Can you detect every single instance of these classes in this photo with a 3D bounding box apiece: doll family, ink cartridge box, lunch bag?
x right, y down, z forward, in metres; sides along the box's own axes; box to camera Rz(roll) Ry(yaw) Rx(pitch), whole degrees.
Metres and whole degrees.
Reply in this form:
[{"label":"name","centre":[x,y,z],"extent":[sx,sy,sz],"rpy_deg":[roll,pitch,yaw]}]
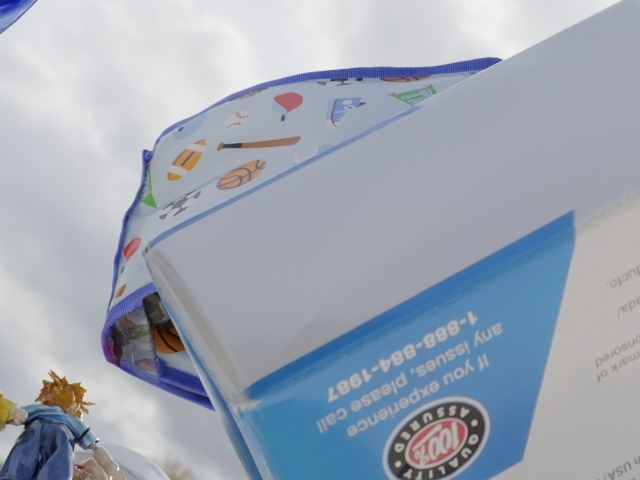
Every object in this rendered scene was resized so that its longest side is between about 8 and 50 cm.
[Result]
[{"label":"doll family","centre":[-0.271,0.172,1.112],"extent":[0.263,0.163,0.118],"rpy_deg":[21,-67,-10]},{"label":"ink cartridge box","centre":[0.126,0.125,0.637],"extent":[0.166,0.285,0.395],"rpy_deg":[45,-20,58]},{"label":"lunch bag","centre":[0.000,0.000,1.224],"extent":[0.386,0.328,0.239],"rpy_deg":[-2,-53,3]}]

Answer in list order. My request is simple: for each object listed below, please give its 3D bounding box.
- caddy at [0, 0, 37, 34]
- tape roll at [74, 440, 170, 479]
[{"label":"caddy","centre":[-0.180,-0.225,0.454],"extent":[0.179,0.241,0.341],"rpy_deg":[28,-52,31]},{"label":"tape roll","centre":[-0.259,0.337,1.413],"extent":[0.219,0.219,0.072],"rpy_deg":[32,9,9]}]
